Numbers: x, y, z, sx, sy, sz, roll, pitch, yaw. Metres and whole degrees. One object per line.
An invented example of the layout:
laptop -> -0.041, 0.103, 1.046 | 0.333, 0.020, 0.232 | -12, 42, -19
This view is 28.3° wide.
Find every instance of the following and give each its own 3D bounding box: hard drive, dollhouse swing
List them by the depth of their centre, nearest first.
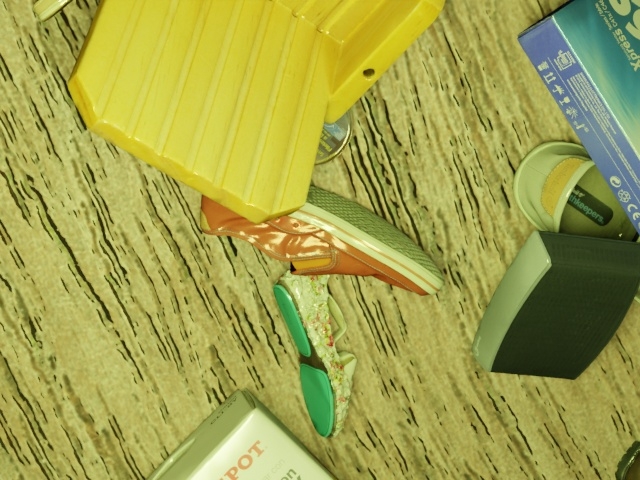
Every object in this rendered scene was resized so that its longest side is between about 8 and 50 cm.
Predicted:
dollhouse swing -> -0.058, -0.254, 1.380 | 0.347, 0.305, 0.315 | 30, 127, -23
hard drive -> 0.308, 0.092, 1.645 | 0.172, 0.054, 0.254 | 7, 138, -12

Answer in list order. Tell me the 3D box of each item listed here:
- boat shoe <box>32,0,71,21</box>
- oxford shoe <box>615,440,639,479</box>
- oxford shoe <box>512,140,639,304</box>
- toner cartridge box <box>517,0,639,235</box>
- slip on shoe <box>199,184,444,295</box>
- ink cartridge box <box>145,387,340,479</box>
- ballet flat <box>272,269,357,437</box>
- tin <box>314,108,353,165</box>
boat shoe -> -0.286, -0.333, 1.495 | 0.059, 0.063, 0.170 | 42, 85, -14
oxford shoe -> 0.504, 0.271, 1.771 | 0.083, 0.096, 0.227 | 24, 98, -13
oxford shoe -> 0.456, 0.013, 1.678 | 0.449, 0.130, 0.169 | 28, 97, -17
toner cartridge box -> 0.403, -0.152, 1.576 | 0.165, 0.075, 0.348 | -36, 95, -31
slip on shoe -> 0.000, 0.000, 1.604 | 0.331, 0.123, 0.101 | 22, 107, -9
ink cartridge box -> -0.057, 0.426, 1.637 | 0.279, 0.160, 0.384 | -45, 98, -5
ballet flat -> 0.007, 0.143, 1.661 | 0.077, 0.091, 0.241 | -25, 113, -26
tin -> -0.045, -0.173, 1.589 | 0.190, 0.040, 0.106 | 41, 91, -17
